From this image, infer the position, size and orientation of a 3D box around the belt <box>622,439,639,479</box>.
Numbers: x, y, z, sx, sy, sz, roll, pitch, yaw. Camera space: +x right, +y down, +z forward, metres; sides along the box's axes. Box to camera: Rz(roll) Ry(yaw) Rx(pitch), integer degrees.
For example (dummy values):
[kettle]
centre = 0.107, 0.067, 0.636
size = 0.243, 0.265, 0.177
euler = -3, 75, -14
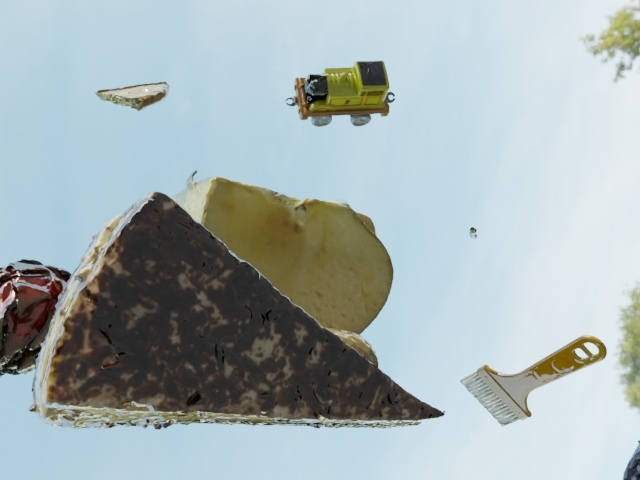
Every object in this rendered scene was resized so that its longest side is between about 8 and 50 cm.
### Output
[belt]
centre = 0.344, 0.196, 0.449
size = 0.126, 0.230, 0.140
euler = -23, -43, -46

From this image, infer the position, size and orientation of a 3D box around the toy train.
[toy train]
centre = 0.044, -0.281, 1.211
size = 0.219, 0.127, 0.089
euler = -4, -109, -12

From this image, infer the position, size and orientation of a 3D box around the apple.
[apple]
centre = -0.067, 0.029, 0.960
size = 0.309, 0.314, 0.252
euler = 17, -58, -29

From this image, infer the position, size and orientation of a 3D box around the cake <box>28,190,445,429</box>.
[cake]
centre = -0.058, 0.098, 0.399
size = 0.246, 0.112, 0.135
euler = 40, -115, -18

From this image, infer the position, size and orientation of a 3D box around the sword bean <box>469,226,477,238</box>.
[sword bean]
centre = 0.232, -0.010, 0.973
size = 0.083, 0.012, 0.012
euler = 22, -102, -75

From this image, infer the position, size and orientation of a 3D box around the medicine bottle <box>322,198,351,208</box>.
[medicine bottle]
centre = 0.000, 0.000, 1.288
size = 0.143, 0.147, 0.147
euler = -19, -70, -13

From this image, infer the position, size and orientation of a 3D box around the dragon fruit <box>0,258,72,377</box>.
[dragon fruit]
centre = -0.463, 0.119, 1.006
size = 0.182, 0.189, 0.182
euler = -24, -29, -15

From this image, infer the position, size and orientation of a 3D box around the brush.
[brush]
centre = 0.312, 0.199, 0.932
size = 0.103, 0.272, 0.013
euler = 47, -128, 7

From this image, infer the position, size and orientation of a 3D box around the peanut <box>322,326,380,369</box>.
[peanut]
centre = -0.027, 0.135, 0.742
size = 0.226, 0.108, 0.095
euler = 13, -70, -27

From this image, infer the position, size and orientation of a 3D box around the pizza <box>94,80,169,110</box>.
[pizza]
centre = -0.283, -0.216, 0.961
size = 0.123, 0.108, 0.026
euler = -74, -15, -63
